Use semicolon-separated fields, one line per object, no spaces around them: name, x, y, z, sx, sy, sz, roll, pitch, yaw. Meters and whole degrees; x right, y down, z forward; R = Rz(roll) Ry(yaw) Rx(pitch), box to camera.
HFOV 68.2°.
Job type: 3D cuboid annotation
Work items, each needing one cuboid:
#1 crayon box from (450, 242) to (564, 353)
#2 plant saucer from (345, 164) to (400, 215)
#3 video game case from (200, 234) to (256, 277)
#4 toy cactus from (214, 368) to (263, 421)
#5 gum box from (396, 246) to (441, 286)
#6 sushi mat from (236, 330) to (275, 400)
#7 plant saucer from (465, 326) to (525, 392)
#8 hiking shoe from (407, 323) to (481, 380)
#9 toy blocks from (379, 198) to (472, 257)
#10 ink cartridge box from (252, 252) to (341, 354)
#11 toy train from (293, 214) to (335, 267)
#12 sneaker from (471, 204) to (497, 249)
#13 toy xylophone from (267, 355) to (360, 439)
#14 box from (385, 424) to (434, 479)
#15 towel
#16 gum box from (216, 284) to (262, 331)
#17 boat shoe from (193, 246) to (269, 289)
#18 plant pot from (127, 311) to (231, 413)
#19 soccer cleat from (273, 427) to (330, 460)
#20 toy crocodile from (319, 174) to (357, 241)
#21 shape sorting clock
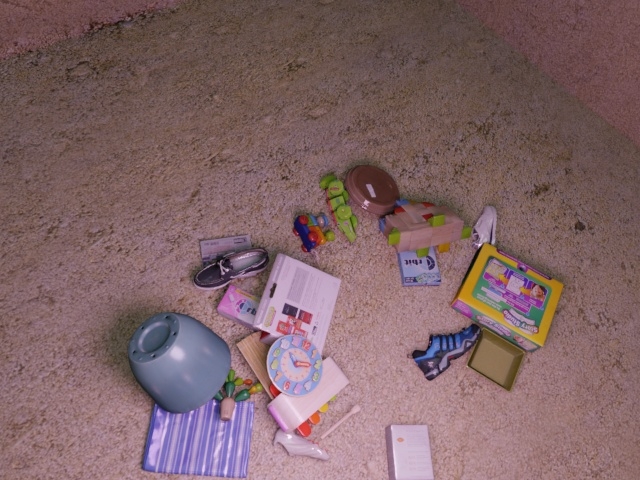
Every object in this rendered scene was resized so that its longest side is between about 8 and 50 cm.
crayon box;0.762;0.227;1.930;0.363;0.106;0.313;30;62;9
plant saucer;0.241;-0.235;2.111;0.278;0.041;0.277;13;54;-19
video game case;-0.372;0.072;1.900;0.202;0.023;0.183;-8;62;-14
toy cactus;-0.301;0.512;1.593;0.219;0.112;0.180;14;44;-13
gum box;0.410;0.102;1.986;0.157;0.041;0.184;0;61;-8
sushi mat;-0.161;0.464;1.666;0.151;0.019;0.316;-19;66;-47
plant saucer;0.666;0.461;1.817;0.188;0.045;0.188;31;61;9
hiking shoe;0.482;0.391;1.791;0.304;0.113;0.132;-32;70;-23
toy blocks;0.407;-0.083;2.008;0.382;0.190;0.261;-11;36;-15
ink cartridge box;-0.099;0.241;1.742;0.272;0.130;0.309;26;58;-14
toy train;0.000;0.000;1.959;0.144;0.105;0.248;-15;63;-31
sneaker;0.726;-0.063;2.105;0.095;0.090;0.235;10;58;8
toy xylophone;-0.012;0.537;1.605;0.323;0.081;0.236;-18;66;-36
box;0.296;0.715;1.593;0.130;0.091;0.170;3;61;-6
towel;-0.396;0.642;1.564;0.336;0.040;0.243;6;61;-5
gum box;-0.281;0.260;1.783;0.189;0.062;0.107;24;60;5
boat shoe;-0.345;0.099;1.821;0.303;0.091;0.114;-23;66;-21
plant pot;-0.473;0.371;1.527;0.293;0.235;0.292;-13;45;14
soccer cleat;-0.063;0.692;1.573;0.196;0.068;0.076;23;65;13
toy crocodile;0.081;-0.144;2.039;0.105;0.115;0.340;-21;62;10
shape sorting clock;-0.081;0.412;1.566;0.206;0.040;0.206;17;53;-24
